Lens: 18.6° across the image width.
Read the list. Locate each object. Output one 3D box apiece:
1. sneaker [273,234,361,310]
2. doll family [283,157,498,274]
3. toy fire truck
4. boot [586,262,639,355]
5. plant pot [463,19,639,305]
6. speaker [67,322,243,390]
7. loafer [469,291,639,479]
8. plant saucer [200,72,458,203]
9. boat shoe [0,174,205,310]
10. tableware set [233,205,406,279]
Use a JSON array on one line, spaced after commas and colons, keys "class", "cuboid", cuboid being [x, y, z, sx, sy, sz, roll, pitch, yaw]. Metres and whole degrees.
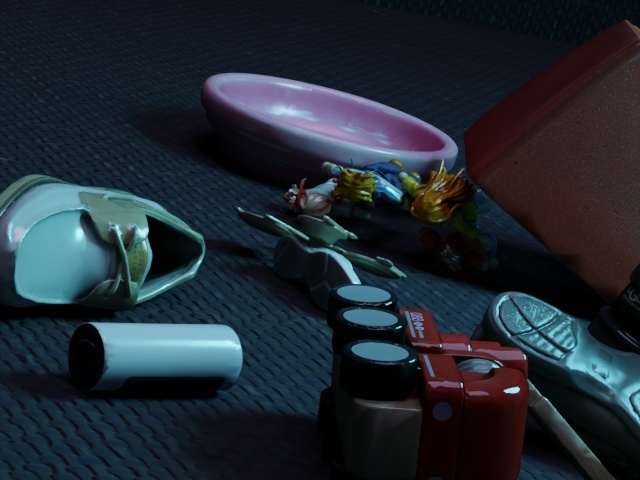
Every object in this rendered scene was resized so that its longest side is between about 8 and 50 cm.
[{"class": "sneaker", "cuboid": [0.011, 0.032, 1.937, 0.061, 0.054, 0.152, 11, 13, -31]}, {"class": "doll family", "cuboid": [0.089, -0.051, 2.199, 0.263, 0.118, 0.163, 20, 15, 18]}, {"class": "toy fire truck", "cuboid": [0.126, 0.142, 1.510, 0.246, 0.159, 0.217, 4, 15, -5]}, {"class": "boot", "cuboid": [0.434, 0.049, 1.820, 0.348, 0.260, 0.131, 20, 19, -37]}, {"class": "plant pot", "cuboid": [0.339, -0.097, 2.211, 0.267, 0.236, 0.267, 41, 13, -7]}, {"class": "speaker", "cuboid": [-0.131, 0.092, 1.553, 0.136, 0.055, 0.055, 4, 18, -40]}, {"class": "loafer", "cuboid": [0.247, 0.145, 1.688, 0.267, 0.084, 0.096, 34, 42, 5]}, {"class": "plant saucer", "cuboid": [0.005, -0.124, 2.465, 0.332, 0.084, 0.332, 14, 15, -4]}, {"class": "boat shoe", "cuboid": [-0.196, 0.004, 1.704, 0.103, 0.113, 0.302, 14, 12, 19]}, {"class": "tableware set", "cuboid": [0.000, 0.000, 2.006, 0.168, 0.020, 0.141, 13, -13, 45]}]
